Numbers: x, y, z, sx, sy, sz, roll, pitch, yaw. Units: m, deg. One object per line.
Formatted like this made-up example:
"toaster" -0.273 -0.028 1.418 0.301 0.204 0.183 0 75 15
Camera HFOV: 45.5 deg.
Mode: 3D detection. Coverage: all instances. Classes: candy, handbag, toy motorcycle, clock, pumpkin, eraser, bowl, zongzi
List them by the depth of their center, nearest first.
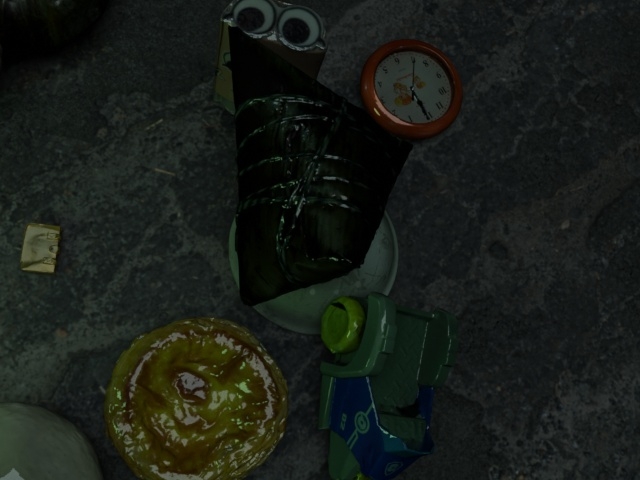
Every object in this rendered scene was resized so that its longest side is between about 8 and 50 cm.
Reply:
"zongzi" -0.045 -0.127 1.129 0.362 0.319 0.383 39 56 -18
"candy" -0.459 0.386 1.131 0.296 0.185 0.295 4 75 -15
"toy motorcycle" 0.108 0.254 1.240 0.191 0.200 0.326 16 80 -34
"handbag" -0.474 0.014 1.297 0.061 0.027 0.083 5 79 -9
"eraser" -0.090 -0.297 1.301 0.171 0.290 0.087 16 73 -6
"pumpkin" -0.523 -0.473 1.316 0.321 0.192 0.320 2 81 -12
"bowl" 0.000 0.000 1.322 0.314 0.146 0.313 2 75 -9
"clock" 0.175 -0.291 1.470 0.205 0.051 0.205 3 76 -11

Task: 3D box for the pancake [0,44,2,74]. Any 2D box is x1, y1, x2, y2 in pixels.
"pancake" -0.627 -0.332 1.258 0.250 0.250 0.031 40 41 1

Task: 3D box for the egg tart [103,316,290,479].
"egg tart" -0.199 0.264 1.241 0.295 0.116 0.294 2 79 -8
